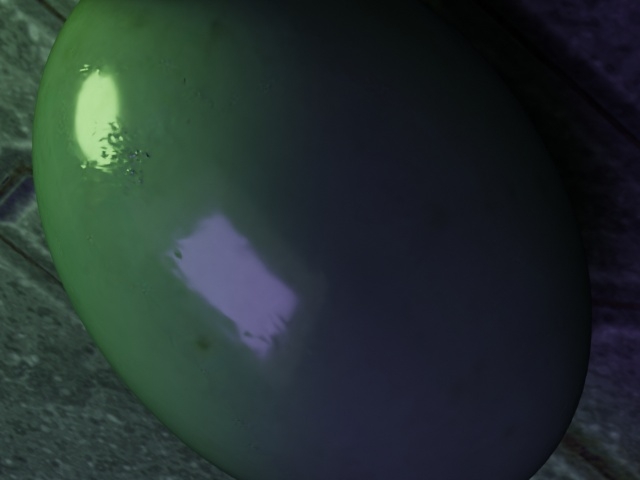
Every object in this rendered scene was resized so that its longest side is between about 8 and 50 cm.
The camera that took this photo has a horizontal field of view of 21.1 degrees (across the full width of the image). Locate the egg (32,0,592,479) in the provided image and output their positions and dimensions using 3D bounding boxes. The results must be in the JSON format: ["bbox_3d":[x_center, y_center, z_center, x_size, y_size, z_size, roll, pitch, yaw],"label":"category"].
[{"bbox_3d":[0.000,0.000,0.983,0.276,0.276,0.389,-18,118,42],"label":"egg"}]
